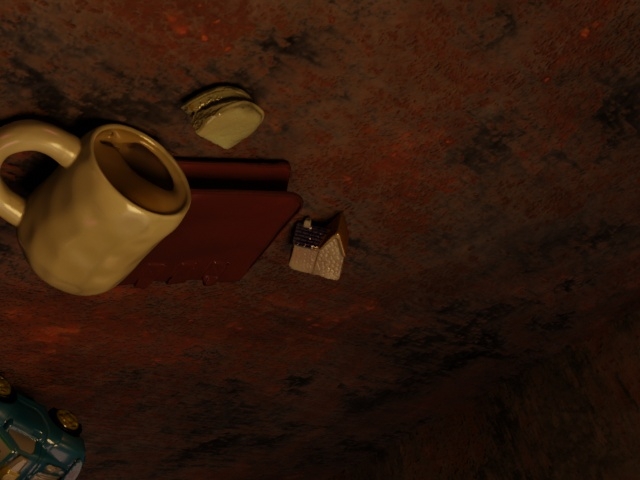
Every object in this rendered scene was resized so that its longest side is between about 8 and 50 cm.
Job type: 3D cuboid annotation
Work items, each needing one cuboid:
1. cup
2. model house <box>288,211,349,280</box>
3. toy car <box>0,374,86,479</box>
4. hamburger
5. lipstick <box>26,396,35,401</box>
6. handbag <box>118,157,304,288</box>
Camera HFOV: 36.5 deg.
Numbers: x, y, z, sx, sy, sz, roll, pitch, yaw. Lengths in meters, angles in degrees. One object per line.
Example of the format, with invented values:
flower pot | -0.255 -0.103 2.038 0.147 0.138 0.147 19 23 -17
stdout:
cup | -0.327 -0.042 1.294 0.202 0.173 0.255 -40 149 29
model house | 0.000 0.000 1.730 0.100 0.088 0.100 12 123 1
toy car | -0.593 0.385 1.806 0.198 0.166 0.314 -46 123 9
hamburger | -0.125 -0.173 1.341 0.084 0.054 0.121 -33 154 12
lipstick | -0.758 0.408 1.913 0.418 0.077 0.077 -19 153 -3
handbag | -0.189 -0.020 1.538 0.260 0.084 0.275 -3 148 -34
